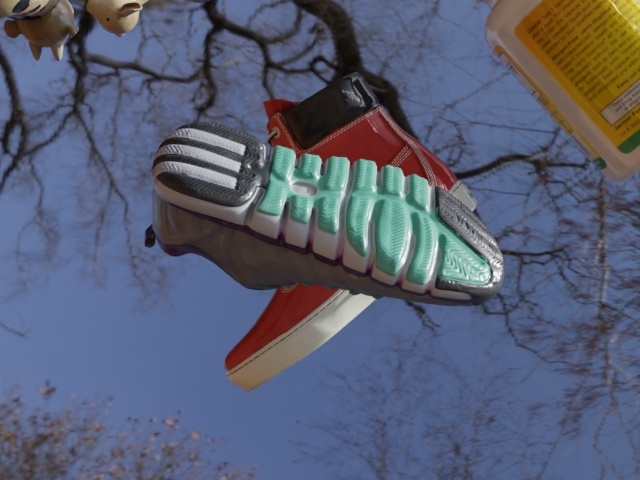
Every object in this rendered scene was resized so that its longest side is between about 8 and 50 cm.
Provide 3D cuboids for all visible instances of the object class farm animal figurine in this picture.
[{"bbox_3d":[-0.298,-0.290,1.089,0.330,0.326,0.172,0,-83,24],"label":"farm animal figurine"}]

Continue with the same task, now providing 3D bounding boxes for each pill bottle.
[{"bbox_3d":[0.202,-0.158,0.754,0.117,0.117,0.208,-43,-94,24],"label":"pill bottle"}]

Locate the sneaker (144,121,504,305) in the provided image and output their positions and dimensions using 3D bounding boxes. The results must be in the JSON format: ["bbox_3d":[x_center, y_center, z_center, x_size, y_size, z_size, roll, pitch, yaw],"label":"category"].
[{"bbox_3d":[0.000,0.000,0.618,0.098,0.223,0.083,115,-6,-50],"label":"sneaker"}]

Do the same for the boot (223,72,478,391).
[{"bbox_3d":[-0.021,-0.011,0.787,0.244,0.088,0.176,-44,-91,4],"label":"boot"}]
